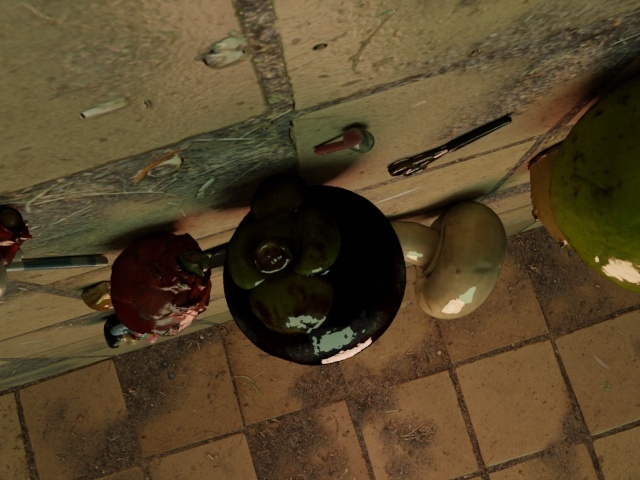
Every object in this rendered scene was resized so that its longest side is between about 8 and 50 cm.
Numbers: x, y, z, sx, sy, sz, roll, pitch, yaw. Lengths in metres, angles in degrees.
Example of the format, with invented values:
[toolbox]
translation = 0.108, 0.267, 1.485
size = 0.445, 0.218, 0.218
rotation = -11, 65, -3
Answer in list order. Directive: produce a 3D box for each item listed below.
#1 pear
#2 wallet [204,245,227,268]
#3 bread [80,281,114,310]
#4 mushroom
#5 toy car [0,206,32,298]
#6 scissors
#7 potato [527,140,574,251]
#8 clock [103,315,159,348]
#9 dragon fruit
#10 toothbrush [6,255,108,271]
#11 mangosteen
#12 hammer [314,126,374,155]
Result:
[pear]
translation = 0.548, -0.083, 1.068
size = 0.391, 0.391, 0.391
rotation = -17, 171, -3
[wallet]
translation = -0.174, 0.022, 1.411
size = 0.244, 0.025, 0.124
rotation = -17, 168, 13
[bread]
translation = -0.445, 0.119, 1.407
size = 0.072, 0.053, 0.106
rotation = -22, 165, 10
[mushroom]
translation = 0.332, 0.050, 1.700
size = 0.315, 0.315, 0.356
rotation = -23, 169, 34
[toy car]
translation = -0.393, 0.026, 0.748
size = 0.112, 0.112, 0.139
rotation = -25, 167, 40
[scissors]
translation = 0.214, -0.153, 1.107
size = 0.220, 0.017, 0.088
rotation = -24, 168, 35
[potato]
translation = 0.687, -0.084, 1.490
size = 0.442, 0.319, 0.385
rotation = -11, 169, -20
[clock]
translation = -0.501, 0.234, 1.870
size = 0.195, 0.100, 0.194
rotation = -16, 168, -21
[dragon fruit]
translation = -0.261, 0.074, 1.107
size = 0.172, 0.172, 0.209
rotation = -12, 155, -30
[toothbrush]
translation = -0.437, 0.037, 1.030
size = 0.025, 0.019, 0.275
rotation = -32, 164, 31
[mangosteen]
translation = -0.020, 0.034, 1.056
size = 0.297, 0.313, 0.297
rotation = -23, -152, 13
[hammer]
translation = 0.028, -0.127, 0.890
size = 0.083, 0.031, 0.052
rotation = -10, 173, 28
